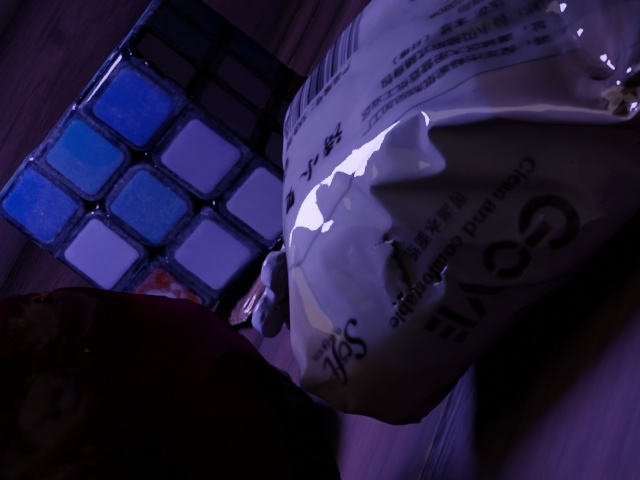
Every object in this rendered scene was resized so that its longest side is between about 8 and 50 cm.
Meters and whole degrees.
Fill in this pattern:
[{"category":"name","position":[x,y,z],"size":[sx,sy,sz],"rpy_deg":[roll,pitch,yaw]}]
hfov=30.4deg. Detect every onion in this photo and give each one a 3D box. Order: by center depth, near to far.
[{"category":"onion","position":[-0.179,0.250,0.875],"size":[0.420,0.398,0.398],"rpy_deg":[116,178,-66]}]

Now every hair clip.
[{"category":"hair clip","position":[-0.007,-0.002,1.361],"size":[0.146,0.075,0.257],"rpy_deg":[59,-137,-55]}]

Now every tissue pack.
[{"category":"tissue pack","position":[0.112,-0.093,0.845],"size":[0.375,0.195,0.390],"rpy_deg":[-52,20,32]}]

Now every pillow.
[{"category":"pillow","position":[-0.109,0.075,1.737],"size":[0.135,0.034,0.211],"rpy_deg":[-59,12,-18]}]

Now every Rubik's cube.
[{"category":"Rubik's cube","position":[-0.218,-0.122,1.774],"size":[0.359,0.362,0.363],"rpy_deg":[-50,13,24]}]

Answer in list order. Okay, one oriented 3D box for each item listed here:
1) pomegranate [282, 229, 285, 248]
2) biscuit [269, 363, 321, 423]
[{"category":"pomegranate","position":[0.025,-0.016,1.264],"size":[0.142,0.114,0.114],"rpy_deg":[-28,-20,-54]},{"category":"biscuit","position":[-0.109,0.268,1.141],"size":[0.332,0.103,0.332],"rpy_deg":[-57,12,19]}]
